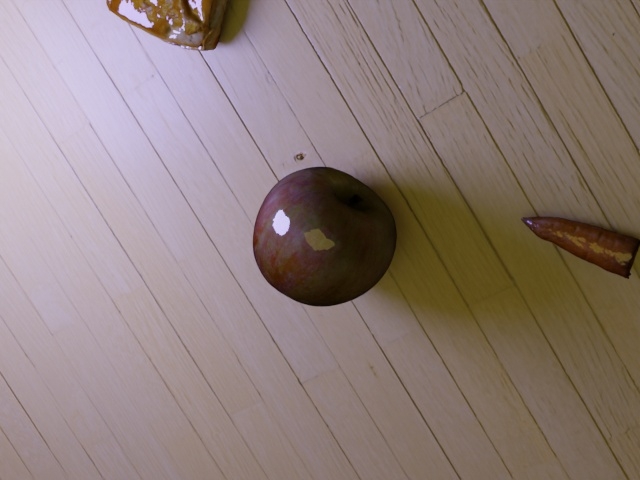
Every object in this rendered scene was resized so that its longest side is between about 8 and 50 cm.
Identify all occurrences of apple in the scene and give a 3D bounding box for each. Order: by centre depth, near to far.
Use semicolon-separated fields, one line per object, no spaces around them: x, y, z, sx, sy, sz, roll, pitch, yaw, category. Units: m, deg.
0.000;0.000;1.506;0.257;0.257;0.234;42;118;3;apple

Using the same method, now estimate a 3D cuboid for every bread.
-0.281;-0.472;1.540;0.235;0.099;0.210;21;113;12;bread

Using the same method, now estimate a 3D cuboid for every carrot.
0.444;0.000;1.450;0.205;0.072;0.072;20;112;15;carrot
